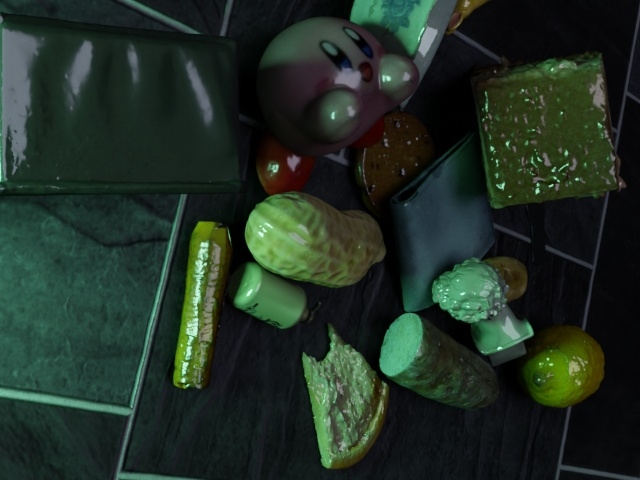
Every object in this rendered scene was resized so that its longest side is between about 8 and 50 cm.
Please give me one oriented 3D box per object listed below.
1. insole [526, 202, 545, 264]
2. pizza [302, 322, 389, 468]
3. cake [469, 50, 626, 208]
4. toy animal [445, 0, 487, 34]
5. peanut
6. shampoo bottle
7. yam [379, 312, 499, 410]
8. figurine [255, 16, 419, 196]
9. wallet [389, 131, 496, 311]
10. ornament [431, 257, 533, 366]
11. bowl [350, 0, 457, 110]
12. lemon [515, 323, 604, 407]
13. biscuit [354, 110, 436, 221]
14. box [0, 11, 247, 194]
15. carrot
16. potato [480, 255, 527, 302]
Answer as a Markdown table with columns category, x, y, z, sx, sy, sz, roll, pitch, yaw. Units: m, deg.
| category | x | y | z | sx | sy | sz | roll | pitch | yaw |
| --- | --- | --- | --- | --- | --- | --- | --- | --- | --- |
| insole | 0.466 | -0.040 | 2.103 | 0.064 | 0.004 | 0.188 | -13 | 101 | -40 |
| pizza | 0.047 | 0.269 | 1.725 | 0.181 | 0.034 | 0.262 | -29 | 111 | -36 |
| cake | 0.420 | -0.216 | 1.824 | 0.290 | 0.256 | 0.281 | -57 | 137 | -77 |
| toy animal | 0.281 | -0.464 | 1.874 | 0.159 | 0.070 | 0.083 | -49 | 164 | -14 |
| peanut | 0.000 | 0.000 | 1.587 | 0.325 | 0.153 | 0.140 | 8 | 107 | -57 |
| shampoo bottle | -0.073 | 0.097 | 1.579 | 0.162 | 0.079 | 0.079 | 31 | 72 | -39 |
| yam | 0.232 | 0.239 | 1.833 | 0.330 | 0.133 | 0.133 | 30 | 72 | -43 |
| figurine | -0.002 | -0.238 | 1.553 | 0.270 | 0.261 | 0.211 | -36 | 84 | -29 |
| wallet | 0.236 | -0.036 | 1.837 | 0.290 | 0.054 | 0.251 | -40 | 131 | -34 |
| ornament | 0.323 | 0.143 | 1.845 | 0.130 | 0.120 | 0.285 | -34 | 131 | 11 |
| bowl | 0.138 | -0.396 | 1.673 | 0.146 | 0.313 | 0.313 | 25 | 70 | 6 |
| lemon | 0.502 | 0.261 | 2.040 | 0.193 | 0.180 | 0.180 | -19 | 106 | -17 |
| biscuit | 0.138 | -0.136 | 1.783 | 0.212 | 0.036 | 0.212 | -4 | 96 | -44 |
| box | -0.303 | -0.158 | 1.242 | 0.345 | 0.251 | 0.204 | -4 | 95 | -42 |
| carrot | -0.181 | 0.100 | 1.491 | 0.070 | 0.070 | 0.260 | 12 | 85 | -42 |
| potato | 0.349 | 0.085 | 1.957 | 0.171 | 0.080 | 0.107 | -4 | 110 | -43 |
